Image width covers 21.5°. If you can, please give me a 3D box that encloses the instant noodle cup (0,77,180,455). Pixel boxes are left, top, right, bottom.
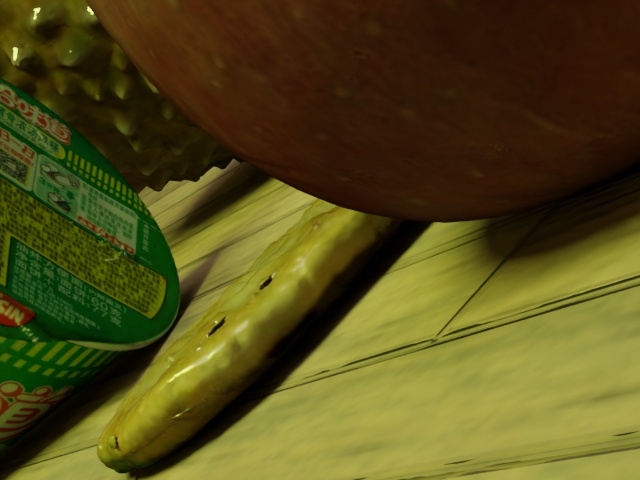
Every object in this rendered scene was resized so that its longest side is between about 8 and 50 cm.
[{"bbox_3d":[-0.224,0.051,0.884,0.233,0.207,0.207,-45,7,20],"label":"instant noodle cup"}]

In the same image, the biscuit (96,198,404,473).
[{"bbox_3d":[0.000,0.000,0.662,0.247,0.029,0.118,-46,10,-30],"label":"biscuit"}]

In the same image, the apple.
[{"bbox_3d":[0.057,-0.154,0.500,0.306,0.235,0.306,-38,10,8],"label":"apple"}]

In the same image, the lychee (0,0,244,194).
[{"bbox_3d":[-0.118,-0.217,1.114,0.432,0.380,0.380,3,41,51],"label":"lychee"}]
